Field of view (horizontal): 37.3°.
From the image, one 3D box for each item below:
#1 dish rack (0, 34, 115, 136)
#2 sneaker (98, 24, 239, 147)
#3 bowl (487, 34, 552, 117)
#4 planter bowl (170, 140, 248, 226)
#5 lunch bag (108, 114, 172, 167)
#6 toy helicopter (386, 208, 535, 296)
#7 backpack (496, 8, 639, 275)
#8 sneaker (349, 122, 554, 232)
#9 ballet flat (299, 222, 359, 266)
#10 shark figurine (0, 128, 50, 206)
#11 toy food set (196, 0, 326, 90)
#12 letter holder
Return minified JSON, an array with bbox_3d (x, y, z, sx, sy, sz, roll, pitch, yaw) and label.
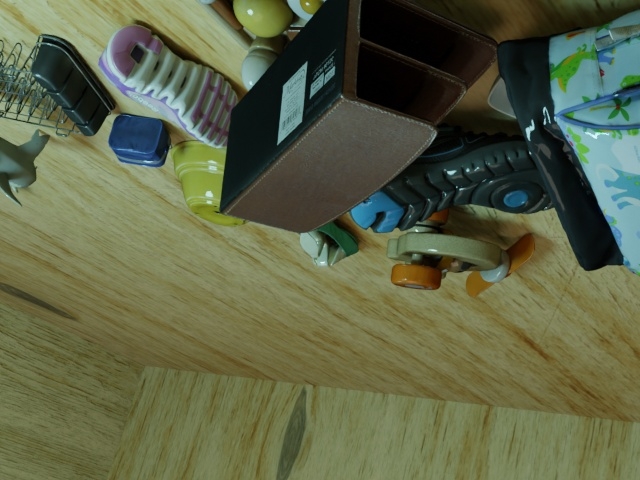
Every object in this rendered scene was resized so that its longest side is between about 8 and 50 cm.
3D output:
[{"bbox_3d":[-0.482,-0.246,1.473,0.272,0.074,0.208,11,159,16],"label":"dish rack"},{"bbox_3d":[-0.216,-0.214,1.339,0.236,0.095,0.105,35,160,-34],"label":"sneaker"},{"bbox_3d":[0.276,-0.183,1.094,0.142,0.053,0.142,17,161,-8],"label":"bowl"},{"bbox_3d":[-0.169,-0.083,1.654,0.217,0.090,0.217,13,162,5],"label":"planter bowl"},{"bbox_3d":[-0.293,-0.161,1.562,0.098,0.067,0.065,10,161,10],"label":"lunch bag"},{"bbox_3d":[0.229,0.032,1.675,0.235,0.140,0.355,7,172,-3],"label":"toy helicopter"},{"bbox_3d":[0.390,-0.108,0.919,0.356,0.273,0.290,-21,126,15],"label":"backpack"},{"bbox_3d":[0.201,-0.111,1.274,0.341,0.139,0.125,-6,139,5],"label":"sneaker"},{"bbox_3d":[0.000,0.000,1.760,0.083,0.087,0.247,5,159,26],"label":"ballet flat"},{"bbox_3d":[-0.494,-0.141,1.575,0.166,0.116,0.278,45,179,4],"label":"shark figurine"},{"bbox_3d":[-0.068,-0.257,1.087,0.220,0.092,0.306,2,157,34],"label":"toy food set"},{"bbox_3d":[0.046,-0.124,1.089,0.214,0.152,0.302,16,152,-24],"label":"letter holder"}]
